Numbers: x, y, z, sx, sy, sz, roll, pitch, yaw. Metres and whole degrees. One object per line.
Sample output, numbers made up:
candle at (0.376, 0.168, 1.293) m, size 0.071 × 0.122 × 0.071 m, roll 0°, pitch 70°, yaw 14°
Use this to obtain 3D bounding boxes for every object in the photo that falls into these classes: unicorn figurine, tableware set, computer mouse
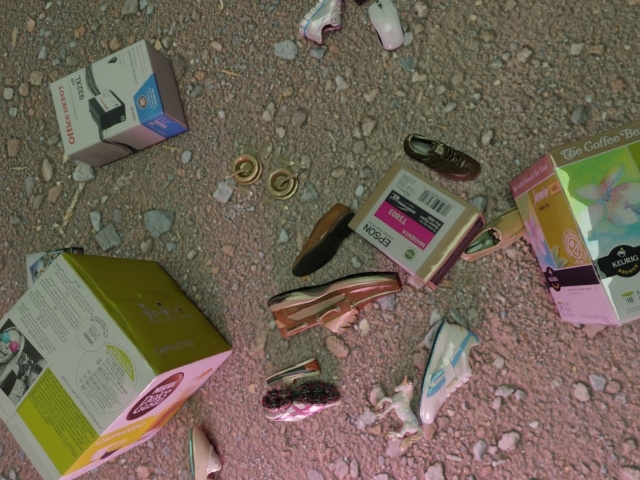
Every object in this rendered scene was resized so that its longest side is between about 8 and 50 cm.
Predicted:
unicorn figurine at (0.181, 0.384, 1.007) m, size 0.111 × 0.060 × 0.162 m, roll -29°, pitch 95°, yaw 9°
tableware set at (-0.150, -0.168, 1.141) m, size 0.194 × 0.039 × 0.128 m, roll 22°, pitch 91°, yaw 14°
computer mouse at (0.156, -0.568, 1.101) m, size 0.106 × 0.042 × 0.193 m, roll -22°, pitch 80°, yaw 10°

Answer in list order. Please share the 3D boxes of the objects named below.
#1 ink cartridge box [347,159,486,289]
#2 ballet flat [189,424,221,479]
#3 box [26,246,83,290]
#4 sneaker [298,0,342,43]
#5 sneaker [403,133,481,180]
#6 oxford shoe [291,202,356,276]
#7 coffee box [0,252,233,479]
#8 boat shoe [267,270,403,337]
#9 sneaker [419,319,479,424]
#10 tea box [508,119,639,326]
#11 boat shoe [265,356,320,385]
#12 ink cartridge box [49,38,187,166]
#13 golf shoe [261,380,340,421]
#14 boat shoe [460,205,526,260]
ink cartridge box at (0.210, -0.038, 0.989) m, size 0.234 × 0.088 × 0.193 m, roll 38°, pitch 93°, yaw 29°
ballet flat at (-0.281, 0.582, 1.094) m, size 0.086 × 0.086 × 0.249 m, roll -2°, pitch 86°, yaw 14°
box at (-0.748, 0.144, 1.256) m, size 0.159 × 0.044 × 0.233 m, roll -8°, pitch 83°, yaw 13°
sneaker at (0.032, -0.586, 1.127) m, size 0.083 × 0.071 × 0.191 m, roll 39°, pitch 103°, yaw 8°
sneaker at (0.277, -0.192, 1.022) m, size 0.188 × 0.071 × 0.066 m, roll 24°, pitch 91°, yaw 15°
oxford shoe at (0.000, 0.000, 1.085) m, size 0.212 × 0.076 × 0.076 m, roll -49°, pitch 46°, yaw 8°
coffee box at (-0.480, 0.267, 1.028) m, size 0.338 × 0.337 × 0.334 m, roll 45°, pitch 96°, yaw 14°
boat shoe at (0.036, 0.152, 1.035) m, size 0.324 × 0.122 × 0.120 m, roll -16°, pitch 87°, yaw 20°
sneaker at (0.276, 0.298, 0.972) m, size 0.092 × 0.087 × 0.229 m, roll 18°, pitch 91°, yaw 13°
tea box at (0.598, -0.045, 0.836) m, size 0.329 × 0.220 × 0.324 m, roll -19°, pitch 80°, yaw 3°
boat shoe at (-0.068, 0.326, 1.074) m, size 0.137 × 0.049 × 0.043 m, roll -23°, pitch 82°, yaw 6°
ink cartridge box at (-0.550, -0.365, 1.210) m, size 0.307 × 0.129 × 0.223 m, roll -19°, pitch 81°, yaw 12°
golf shoe at (-0.043, 0.389, 1.060) m, size 0.186 × 0.067 × 0.086 m, roll -8°, pitch 125°, yaw 2°
boat shoe at (0.393, -0.015, 0.977) m, size 0.190 × 0.072 × 0.068 m, roll -37°, pitch 78°, yaw 8°
